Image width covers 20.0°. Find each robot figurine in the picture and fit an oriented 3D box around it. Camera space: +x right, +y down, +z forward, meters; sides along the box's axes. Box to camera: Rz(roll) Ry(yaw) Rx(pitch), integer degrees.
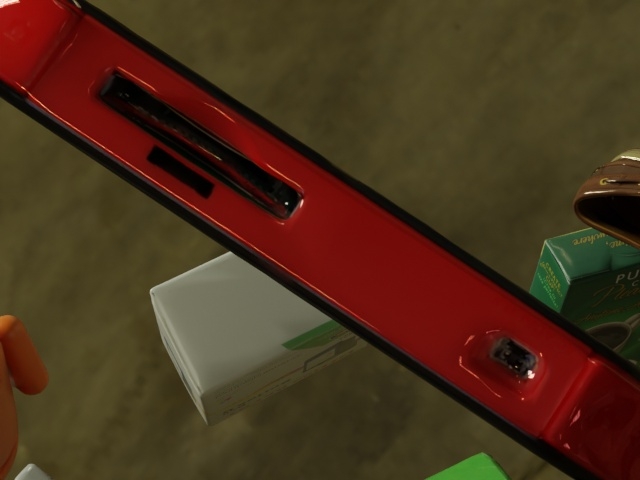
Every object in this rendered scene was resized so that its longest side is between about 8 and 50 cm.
[{"bbox_3d":[-0.291,0.126,1.363,0.128,0.219,0.158,17,57,8],"label":"robot figurine"}]

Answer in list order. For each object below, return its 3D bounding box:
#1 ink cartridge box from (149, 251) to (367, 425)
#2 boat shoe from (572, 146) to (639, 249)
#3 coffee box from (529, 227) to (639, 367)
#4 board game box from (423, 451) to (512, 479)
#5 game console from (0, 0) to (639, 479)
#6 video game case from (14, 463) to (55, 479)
[{"bbox_3d":[-0.042,0.062,1.407,0.154,0.093,0.212,-26,-8,-8],"label":"ink cartridge box"},{"bbox_3d":[0.228,-0.004,1.075,0.060,0.064,0.178,-26,34,-36],"label":"boat shoe"},{"bbox_3d":[0.191,0.055,1.225,0.113,0.184,0.040,-15,55,-15],"label":"coffee box"},{"bbox_3d":[-0.059,0.227,0.536,0.316,0.242,0.064,-24,40,-13],"label":"board game box"},{"bbox_3d":[0.000,0.000,0.919,0.060,0.386,0.342,-56,-3,-1],"label":"game console"},{"bbox_3d":[-0.142,0.255,1.214,0.023,0.201,0.183,-48,-5,-38],"label":"video game case"}]
